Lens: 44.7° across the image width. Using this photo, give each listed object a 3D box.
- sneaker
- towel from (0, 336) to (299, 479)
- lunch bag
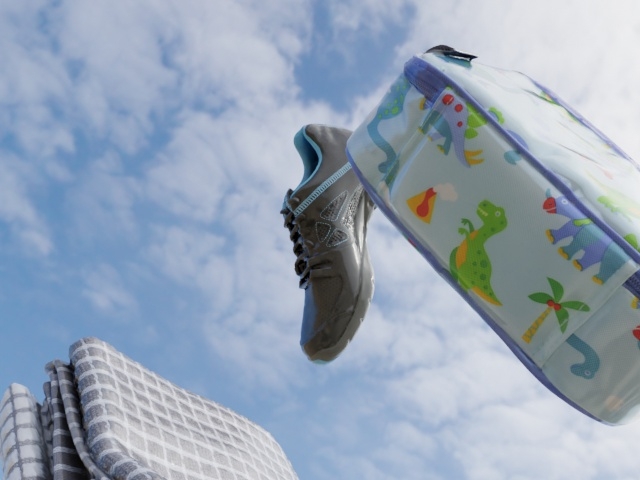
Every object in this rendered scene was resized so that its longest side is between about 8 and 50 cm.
[{"bbox_3d":[0.000,0.000,1.065,0.140,0.341,0.125,18,-24,-22],"label":"sneaker"},{"bbox_3d":[-0.093,0.210,0.585,0.121,0.235,0.284,-44,-54,3],"label":"towel"},{"bbox_3d":[0.132,-0.013,0.437,0.219,0.176,0.090,50,-61,26],"label":"lunch bag"}]
